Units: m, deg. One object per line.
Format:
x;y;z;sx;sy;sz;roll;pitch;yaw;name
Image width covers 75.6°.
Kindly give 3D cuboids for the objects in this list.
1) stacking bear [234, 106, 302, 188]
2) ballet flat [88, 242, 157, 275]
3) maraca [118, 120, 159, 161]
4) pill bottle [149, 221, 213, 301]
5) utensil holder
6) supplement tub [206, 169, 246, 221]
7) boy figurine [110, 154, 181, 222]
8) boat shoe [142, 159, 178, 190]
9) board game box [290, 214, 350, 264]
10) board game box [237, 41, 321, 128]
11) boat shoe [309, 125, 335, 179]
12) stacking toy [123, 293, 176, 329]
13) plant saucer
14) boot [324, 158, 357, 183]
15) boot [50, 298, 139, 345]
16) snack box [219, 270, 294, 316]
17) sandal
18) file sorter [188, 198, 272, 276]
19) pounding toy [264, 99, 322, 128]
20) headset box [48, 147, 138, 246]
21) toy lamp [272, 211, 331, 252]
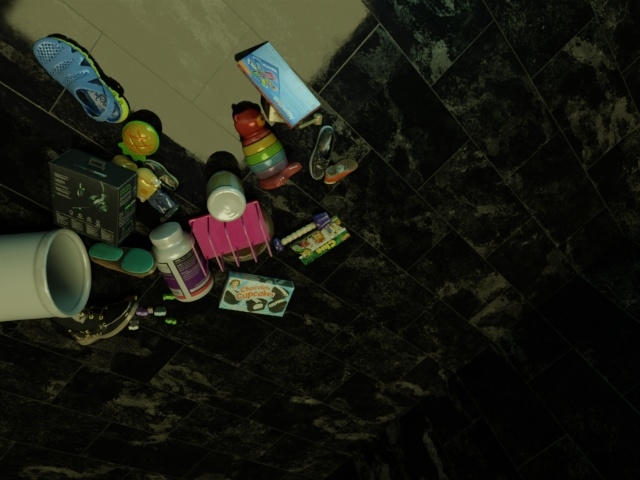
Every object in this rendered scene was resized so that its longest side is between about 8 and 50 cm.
-0.223;-0.358;1.562;0.164;0.175;0.289;-5;122;39;stacking bear
-0.766;0.092;1.650;0.341;0.116;0.124;9;148;19;ballet flat
-0.650;-0.352;1.476;0.127;0.099;0.185;37;131;-22;maraca
-0.583;0.088;1.724;0.181;0.182;0.323;-17;125;-5;pill bottle
-1.106;0.130;1.500;0.384;0.328;0.328;-4;123;-4;utensil holder
-0.368;-0.178;1.603;0.144;0.200;0.145;-7;123;-11;supplement tub
-0.656;-0.203;1.542;0.177;0.092;0.285;-17;124;42;boy figurine
-0.610;-0.249;1.578;0.056;0.049;0.152;-44;123;14;boat shoe
0.000;0.000;1.934;0.259;0.030;0.136;-34;127;6;board game box
-0.141;-0.536;1.428;0.145;0.027;0.281;-42;94;-20;board game box
0.013;-0.347;1.682;0.080;0.076;0.229;8;119;-21;boat shoe
-0.778;0.327;1.900;0.220;0.052;0.167;-1;122;-17;stacking toy
-0.354;-0.024;1.802;0.309;0.050;0.311;-8;125;-11;plant saucer
0.084;-0.292;1.758;0.157;0.059;0.085;-23;159;-19;boot
-0.989;0.288;1.738;0.376;0.138;0.284;-23;126;23;boot
-0.308;0.260;1.990;0.321;0.060;0.187;12;117;-23;snack box
-0.761;-0.502;1.320;0.126;0.138;0.317;-37;123;12;sandal
-0.359;-0.002;1.673;0.290;0.182;0.202;-17;125;-5;file sorter
-0.089;-0.480;1.502;0.205;0.181;0.094;1;122;-17;pounding toy
-0.799;-0.157;1.465;0.246;0.131;0.283;19;126;-2;headset box
-0.082;-0.043;1.853;0.274;0.080;0.080;-27;125;4;toy lamp
